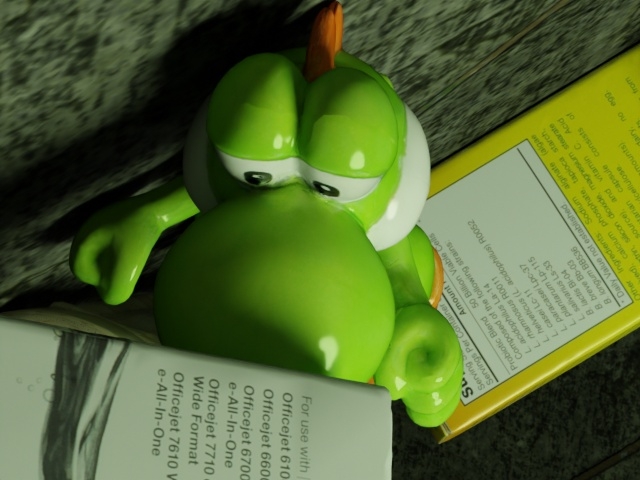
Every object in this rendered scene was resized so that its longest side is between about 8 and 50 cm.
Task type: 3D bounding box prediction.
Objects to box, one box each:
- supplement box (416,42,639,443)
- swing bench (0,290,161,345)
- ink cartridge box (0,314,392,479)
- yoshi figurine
[{"bbox_3d":[0.204,-0.001,1.429,0.357,0.194,0.195,-31,171,-3],"label":"supplement box"},{"bbox_3d":[-0.142,0.125,1.103,0.255,0.165,0.253,-40,168,18],"label":"swing bench"},{"bbox_3d":[-0.151,0.128,0.707,0.307,0.129,0.223,12,151,-20],"label":"ink cartridge box"},{"bbox_3d":[-0.017,0.022,0.872,0.204,0.203,0.362,-25,167,-2],"label":"yoshi figurine"}]
